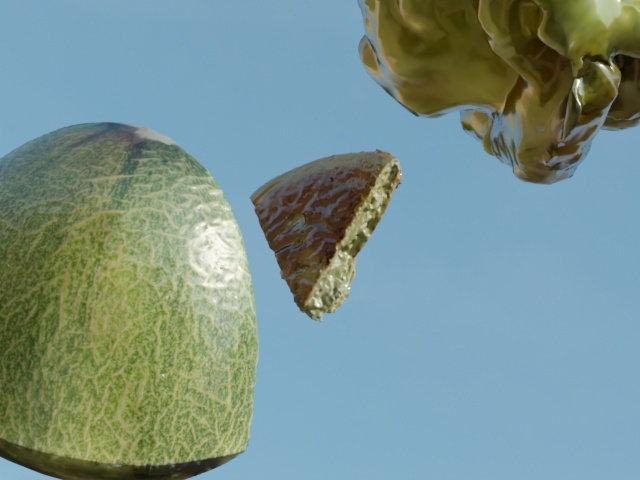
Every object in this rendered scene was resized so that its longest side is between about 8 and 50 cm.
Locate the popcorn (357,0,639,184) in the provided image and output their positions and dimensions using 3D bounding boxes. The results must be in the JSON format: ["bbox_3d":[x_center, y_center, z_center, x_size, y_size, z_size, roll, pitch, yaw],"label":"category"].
[{"bbox_3d":[0.172,-0.188,1.003,0.321,0.325,0.290,10,-48,54],"label":"popcorn"}]

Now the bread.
[{"bbox_3d":[-0.009,-0.017,1.347,0.136,0.154,0.054,23,-8,40],"label":"bread"}]

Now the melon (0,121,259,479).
[{"bbox_3d":[-0.100,0.016,0.585,0.160,0.128,0.079,23,12,26],"label":"melon"}]
